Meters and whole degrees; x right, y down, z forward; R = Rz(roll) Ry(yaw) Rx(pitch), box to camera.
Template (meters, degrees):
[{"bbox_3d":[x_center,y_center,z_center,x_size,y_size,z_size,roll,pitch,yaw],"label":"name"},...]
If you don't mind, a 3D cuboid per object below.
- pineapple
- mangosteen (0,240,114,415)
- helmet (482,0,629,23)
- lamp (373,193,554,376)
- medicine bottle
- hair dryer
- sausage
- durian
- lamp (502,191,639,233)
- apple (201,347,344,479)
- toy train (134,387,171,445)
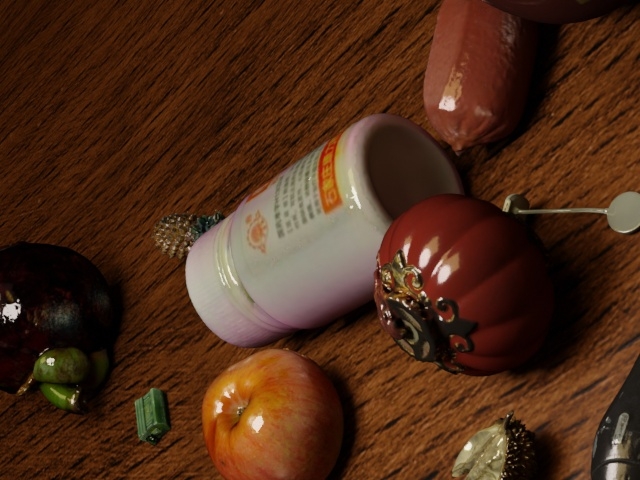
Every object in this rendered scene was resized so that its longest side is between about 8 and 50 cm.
[{"bbox_3d":[-0.224,-0.007,2.162,0.221,0.103,0.083,-2,102,53],"label":"pineapple"},{"bbox_3d":[-0.525,0.177,2.304,0.306,0.306,0.359,-32,70,40],"label":"mangosteen"},{"bbox_3d":[0.325,-0.410,1.519,0.385,0.230,0.337,-43,40,17],"label":"helmet"},{"bbox_3d":[0.163,0.057,1.460,0.227,0.227,0.226,-32,46,40],"label":"lamp"},{"bbox_3d":[0.000,0.000,1.732,0.388,0.219,0.219,-32,46,42],"label":"medicine bottle"},{"bbox_3d":[0.403,0.179,1.210,0.272,0.091,0.235,5,63,43],"label":"hair dryer"},{"bbox_3d":[0.215,-0.235,1.654,0.148,0.148,0.254,-2,64,54],"label":"sausage"},{"bbox_3d":[0.208,0.249,1.413,0.110,0.071,0.140,-109,36,-54],"label":"durian"},{"bbox_3d":[0.308,-0.030,1.494,0.198,0.056,0.050,4,72,44],"label":"lamp"},{"bbox_3d":[-0.067,0.248,1.715,0.209,0.164,0.209,-29,49,39],"label":"apple"},{"bbox_3d":[-0.282,0.296,2.105,0.056,0.038,0.093,-41,40,24],"label":"toy train"}]
